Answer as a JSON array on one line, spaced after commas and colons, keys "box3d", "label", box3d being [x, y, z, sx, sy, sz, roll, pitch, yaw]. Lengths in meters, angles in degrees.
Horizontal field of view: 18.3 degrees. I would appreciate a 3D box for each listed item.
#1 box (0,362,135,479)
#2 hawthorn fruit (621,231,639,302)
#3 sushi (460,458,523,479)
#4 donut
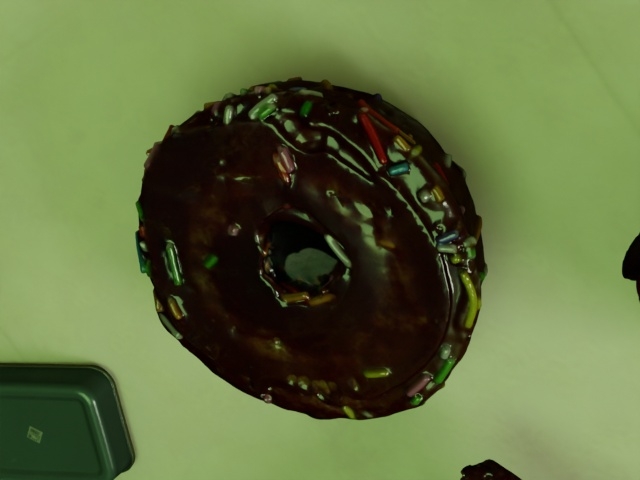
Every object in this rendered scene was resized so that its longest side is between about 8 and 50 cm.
[{"box3d": [-0.201, 0.134, 1.442, 0.126, 0.031, 0.091, 1, 116, 25], "label": "box"}, {"box3d": [0.273, 0.059, 1.109, 0.190, 0.189, 0.251, 1, 128, 24], "label": "hawthorn fruit"}, {"box3d": [0.135, 0.302, 1.305, 0.179, 0.167, 0.296, 9, 139, 27], "label": "sushi"}, {"box3d": [0.000, 0.000, 1.246, 0.235, 0.089, 0.235, 11, 121, 19], "label": "donut"}]
